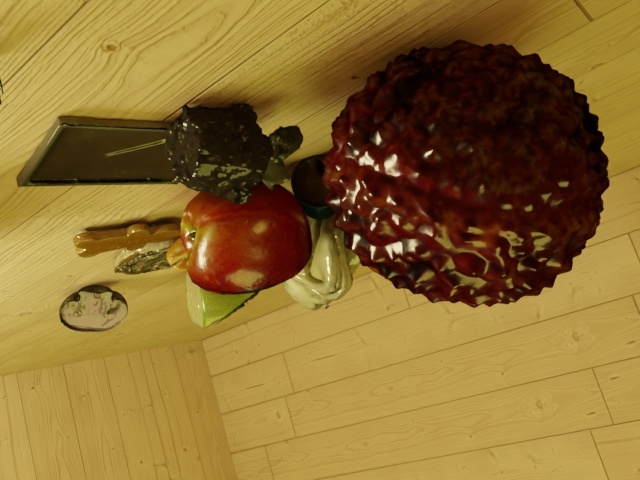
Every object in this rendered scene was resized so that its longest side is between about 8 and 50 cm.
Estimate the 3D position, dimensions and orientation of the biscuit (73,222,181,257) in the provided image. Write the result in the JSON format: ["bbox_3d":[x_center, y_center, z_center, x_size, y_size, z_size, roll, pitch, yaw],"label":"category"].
[{"bbox_3d":[-0.432,-0.010,1.402,0.240,0.035,0.158,-11,169,-26],"label":"biscuit"}]

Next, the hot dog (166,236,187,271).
[{"bbox_3d":[-0.257,-0.016,1.475,0.249,0.076,0.102,-32,139,8],"label":"hot dog"}]

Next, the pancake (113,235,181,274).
[{"bbox_3d":[-0.400,0.035,1.624,0.283,0.048,0.282,-15,169,-3],"label":"pancake"}]

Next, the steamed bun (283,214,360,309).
[{"bbox_3d":[0.000,0.000,1.574,0.394,0.237,0.346,-50,-176,25],"label":"steamed bun"}]

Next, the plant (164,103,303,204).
[{"bbox_3d":[-0.130,-0.137,0.970,0.203,0.131,0.142,11,136,-42],"label":"plant"}]

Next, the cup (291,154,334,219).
[{"bbox_3d":[0.014,-0.115,1.358,0.150,0.113,0.138,-15,170,-2],"label":"cup"}]

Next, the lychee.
[{"bbox_3d":[0.247,-0.099,0.983,0.500,0.424,0.424,6,162,-15],"label":"lychee"}]

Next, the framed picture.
[{"bbox_3d":[-0.315,-0.139,1.014,0.289,0.016,0.213,-6,164,-43],"label":"framed picture"}]

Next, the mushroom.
[{"bbox_3d":[-0.672,0.194,1.831,0.188,0.141,0.117,0,-165,-28],"label":"mushroom"}]

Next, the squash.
[{"bbox_3d":[-0.250,0.141,1.954,0.309,0.210,0.234,-7,-178,-25],"label":"squash"}]

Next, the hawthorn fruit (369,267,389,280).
[{"bbox_3d":[0.181,-0.034,1.290,0.277,0.276,0.298,-18,-157,5],"label":"hawthorn fruit"}]

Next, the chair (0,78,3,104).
[{"bbox_3d":[-0.367,-0.190,0.668,0.037,0.042,0.086,-13,132,-23],"label":"chair"}]

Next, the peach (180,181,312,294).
[{"bbox_3d":[-0.140,-0.015,1.278,0.275,0.248,0.245,-4,142,-30],"label":"peach"}]
